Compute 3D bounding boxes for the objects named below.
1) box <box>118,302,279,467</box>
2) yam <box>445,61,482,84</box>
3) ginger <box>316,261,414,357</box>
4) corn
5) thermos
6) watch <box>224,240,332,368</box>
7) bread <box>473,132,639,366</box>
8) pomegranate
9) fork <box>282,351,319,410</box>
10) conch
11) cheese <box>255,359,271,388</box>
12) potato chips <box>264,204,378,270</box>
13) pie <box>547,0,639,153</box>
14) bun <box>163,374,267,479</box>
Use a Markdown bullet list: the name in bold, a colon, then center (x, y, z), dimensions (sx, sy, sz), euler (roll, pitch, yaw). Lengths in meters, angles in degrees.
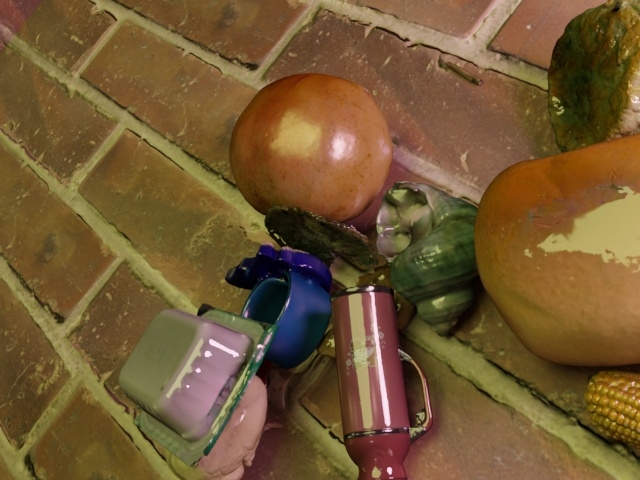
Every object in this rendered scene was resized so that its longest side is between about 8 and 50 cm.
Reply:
- **box**: center (-0.239, 0.217, 1.506), dimensions (0.336, 0.106, 0.264), euler (6, 62, 59)
- **yam**: center (0.281, -0.329, 1.716), dimensions (0.014, 0.014, 0.107), euler (-48, 46, 1)
- **ginger**: center (0.078, 0.124, 1.545), dimensions (0.214, 0.059, 0.133), euler (-34, 55, 10)
- **corn**: center (0.481, 0.246, 1.150), dimensions (0.310, 0.101, 0.102), euler (17, 74, 40)
- **thermos**: center (0.096, 0.245, 1.411), dimensions (0.109, 0.136, 0.330), euler (136, 132, -62)
- **watch**: center (-0.076, 0.124, 1.586), dimensions (0.196, 0.171, 0.200), euler (-40, 33, 52)
- **bread**: center (0.415, 0.004, 1.249), dimensions (0.375, 0.253, 0.348), euler (-9, 61, 33)
- **pomegranate**: center (-0.020, -0.152, 1.638), dimensions (0.319, 0.319, 0.319), euler (-18, 53, 26)
- **fork**: center (-0.011, 0.205, 1.576), dimensions (0.028, 0.034, 0.219), euler (27, 81, 34)
- **conch**: center (0.191, 0.021, 1.461), dimensions (0.220, 0.195, 0.277), euler (-16, 79, 30)
- **cheese**: center (-0.197, 0.248, 1.682), dimensions (0.256, 0.037, 0.106), euler (4, 68, 34)
- **potato chips**: center (-0.002, 0.003, 1.568), dimensions (0.219, 0.202, 0.029), euler (-2, 49, 45)
- **pie**: center (0.453, -0.258, 1.414), dimensions (0.277, 0.078, 0.277), euler (-177, 90, -74)
- **bun**: center (-0.173, 0.334, 1.534), dimensions (0.229, 0.145, 0.229), euler (-29, 34, 22)
